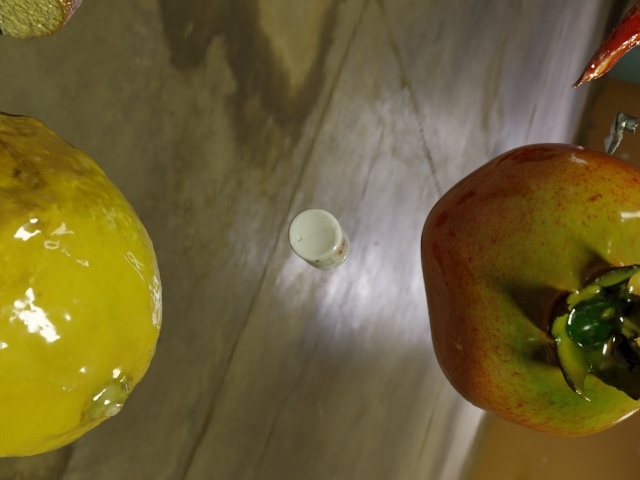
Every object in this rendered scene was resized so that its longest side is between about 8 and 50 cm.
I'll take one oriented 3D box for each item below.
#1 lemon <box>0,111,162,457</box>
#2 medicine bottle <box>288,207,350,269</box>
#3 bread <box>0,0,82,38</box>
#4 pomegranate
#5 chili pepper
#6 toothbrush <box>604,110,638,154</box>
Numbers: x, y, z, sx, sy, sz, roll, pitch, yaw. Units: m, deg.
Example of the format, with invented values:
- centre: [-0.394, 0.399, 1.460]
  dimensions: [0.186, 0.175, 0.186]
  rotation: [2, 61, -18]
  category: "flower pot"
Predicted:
- centre: [-0.238, 0.026, 0.699]
  dimensions: [0.233, 0.288, 0.233]
  rotation: [-46, 164, -17]
  category: "lemon"
- centre: [0.000, 0.000, 1.641]
  dimensions: [0.183, 0.086, 0.086]
  rotation: [41, 65, -81]
  category: "medicine bottle"
- centre: [-0.368, -0.361, 1.310]
  dimensions: [0.260, 0.134, 0.129]
  rotation: [94, 6, -67]
  category: "bread"
- centre: [0.183, 0.041, 0.742]
  dimensions: [0.256, 0.221, 0.221]
  rotation: [-102, -158, -73]
  category: "pomegranate"
- centre: [0.301, -0.201, 0.931]
  dimensions: [0.178, 0.027, 0.045]
  rotation: [-43, 132, 8]
  category: "chili pepper"
- centre: [0.431, -0.152, 1.453]
  dimensions: [0.297, 0.031, 0.030]
  rotation: [4, 100, -78]
  category: "toothbrush"
